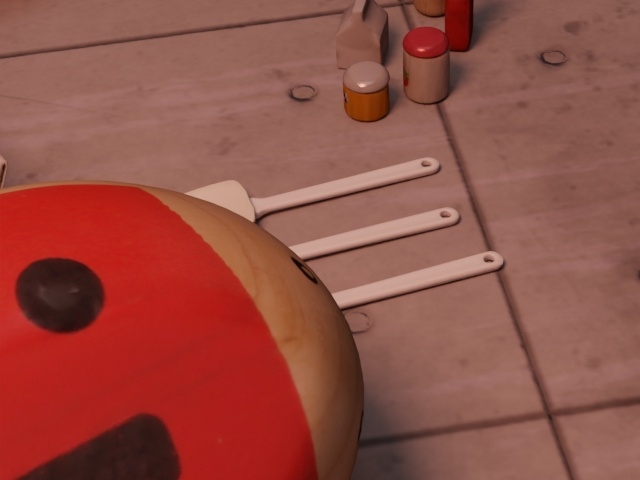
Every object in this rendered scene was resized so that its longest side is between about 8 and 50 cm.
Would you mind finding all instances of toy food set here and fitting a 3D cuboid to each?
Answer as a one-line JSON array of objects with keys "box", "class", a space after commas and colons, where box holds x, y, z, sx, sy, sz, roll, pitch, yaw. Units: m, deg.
[{"box": [0.075, -0.212, 1.197, 0.111, 0.105, 0.232, 7, 44, 11], "class": "toy food set"}]

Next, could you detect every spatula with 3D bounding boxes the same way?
[{"box": [0.000, 0.000, 1.041, 0.242, 0.019, 0.168, -15, 44, -11], "class": "spatula"}]

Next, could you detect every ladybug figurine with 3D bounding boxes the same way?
[{"box": [-0.156, 0.127, 0.709, 0.449, 0.305, 0.162, -26, 7, -28], "class": "ladybug figurine"}]

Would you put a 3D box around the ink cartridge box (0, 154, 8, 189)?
[{"box": [-0.360, -0.062, 0.964, 0.197, 0.114, 0.273, 6, 20, -34], "class": "ink cartridge box"}]
